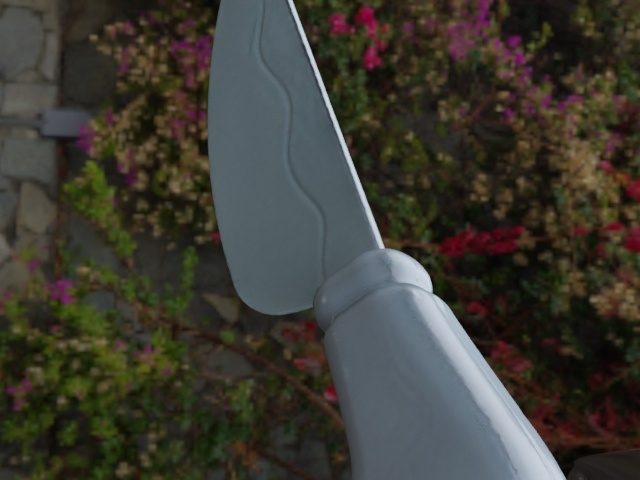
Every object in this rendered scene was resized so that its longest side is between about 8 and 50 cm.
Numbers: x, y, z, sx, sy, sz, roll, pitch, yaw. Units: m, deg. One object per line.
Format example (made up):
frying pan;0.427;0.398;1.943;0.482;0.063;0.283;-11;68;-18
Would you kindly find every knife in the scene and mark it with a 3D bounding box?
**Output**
knife;-0.001;0.002;0.408;0.080;0.044;0.331;-43;-133;22

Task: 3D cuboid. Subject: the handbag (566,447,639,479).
handbag;0.237;0.120;0.364;0.257;0.285;0.113;-62;140;-82
